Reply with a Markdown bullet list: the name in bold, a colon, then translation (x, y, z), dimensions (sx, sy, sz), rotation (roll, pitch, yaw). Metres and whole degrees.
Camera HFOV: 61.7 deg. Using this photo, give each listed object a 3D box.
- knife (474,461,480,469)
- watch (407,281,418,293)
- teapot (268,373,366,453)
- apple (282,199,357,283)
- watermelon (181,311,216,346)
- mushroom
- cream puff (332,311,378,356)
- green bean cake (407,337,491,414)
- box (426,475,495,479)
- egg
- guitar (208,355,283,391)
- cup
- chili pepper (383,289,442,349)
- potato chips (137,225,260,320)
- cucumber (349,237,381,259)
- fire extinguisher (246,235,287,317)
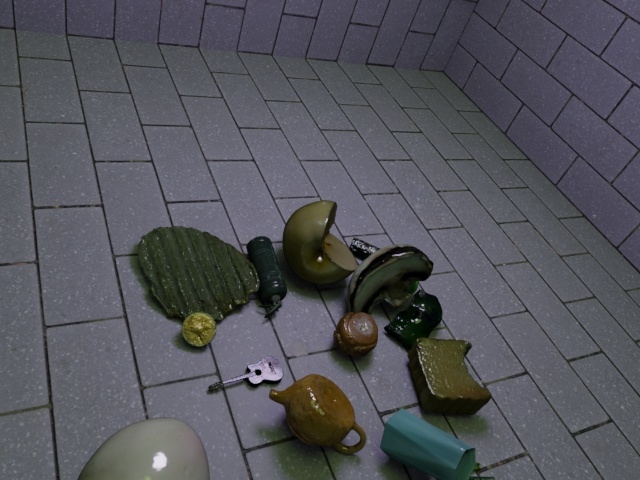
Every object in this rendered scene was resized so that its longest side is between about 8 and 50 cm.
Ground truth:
- **knife**: translation (0.403, 0.683, 1.577), dimensions (0.184, 0.026, 0.022), rotation (-2, 86, -29)
- **watch**: translation (0.279, 0.156, 2.028), dimensions (0.165, 0.131, 0.152), rotation (-21, 75, -44)
- **teapot**: translation (-0.011, 0.498, 1.496), dimensions (0.311, 0.167, 0.203), rotation (40, 15, -11)
- **apple**: translation (-0.017, 0.011, 1.930), dimensions (0.233, 0.295, 0.258), rotation (-18, 23, 8)
- **watermelon**: translation (-0.369, 0.269, 1.627), dimensions (0.105, 0.062, 0.105), rotation (2, 81, -14)
- **mushroom**: translation (0.229, 0.141, 1.896), dimensions (0.247, 0.344, 0.130), rotation (49, 0, -38)
- **cream puff**: translation (0.113, 0.313, 1.769), dimensions (0.165, 0.115, 0.150), rotation (3, 51, -35)
- **green bean cake**: translation (0.415, 0.446, 1.757), dimensions (0.233, 0.124, 0.236), rotation (6, 43, -17)
- **box**: translation (0.393, 0.726, 1.471), dimensions (0.199, 0.081, 0.135), rotation (6, 53, -15)
- **egg**: translation (-0.383, 0.546, 1.171), dimensions (0.283, 0.283, 0.345), rotation (21, 28, -2)
- **guitar**: translation (-0.220, 0.406, 1.585), dimensions (0.233, 0.025, 0.088), rotation (-10, 51, -31)
- **cup**: translation (0.303, 0.573, 1.479), dimensions (0.235, 0.148, 0.134), rotation (9, -3, 42)
- **chili pepper**: translation (0.364, 0.274, 1.923), dimensions (0.148, 0.116, 0.264), rotation (43, 45, 14)
- **potato chips**: translation (-0.412, 0.094, 1.800), dimensions (0.358, 0.070, 0.429), rotation (-11, 51, -31)
- **cucumber**: translation (0.253, 0.074, 2.128), dimensions (0.293, 0.067, 0.067), rotation (25, 41, 1)
- **fire extinguisher**: translation (-0.186, 0.126, 1.852), dimensions (0.114, 0.095, 0.311), rotation (-17, 50, -9)
